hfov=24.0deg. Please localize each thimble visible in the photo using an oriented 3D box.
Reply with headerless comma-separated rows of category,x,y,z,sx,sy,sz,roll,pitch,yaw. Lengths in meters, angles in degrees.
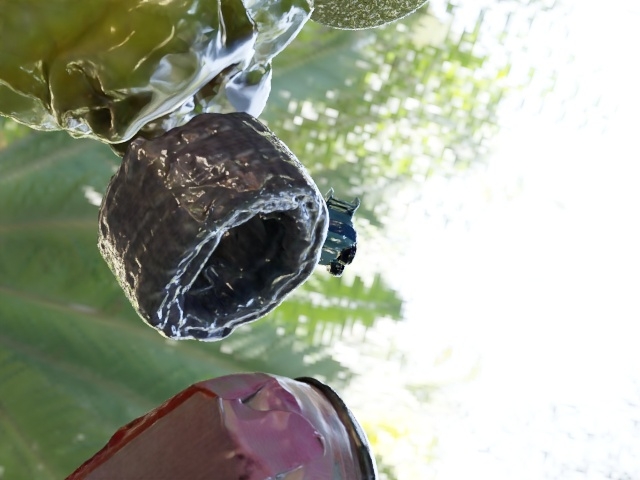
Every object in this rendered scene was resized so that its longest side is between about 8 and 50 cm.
thimble,-0.076,-0.009,1.027,0.098,0.150,0.150,52,-53,32

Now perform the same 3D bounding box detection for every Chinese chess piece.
Chinese chess piece,0.053,-0.367,1.861,0.238,0.238,0.092,-50,-141,43

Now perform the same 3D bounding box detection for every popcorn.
popcorn,-0.184,-0.204,1.232,0.312,0.312,0.312,-42,-140,50

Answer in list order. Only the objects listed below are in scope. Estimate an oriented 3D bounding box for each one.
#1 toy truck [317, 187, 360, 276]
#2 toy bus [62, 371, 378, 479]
toy truck,0.000,0.000,1.581,0.136,0.063,0.074,136,-29,-63
toy bus,-0.109,0.208,1.025,0.303,0.147,0.127,-40,-124,21
